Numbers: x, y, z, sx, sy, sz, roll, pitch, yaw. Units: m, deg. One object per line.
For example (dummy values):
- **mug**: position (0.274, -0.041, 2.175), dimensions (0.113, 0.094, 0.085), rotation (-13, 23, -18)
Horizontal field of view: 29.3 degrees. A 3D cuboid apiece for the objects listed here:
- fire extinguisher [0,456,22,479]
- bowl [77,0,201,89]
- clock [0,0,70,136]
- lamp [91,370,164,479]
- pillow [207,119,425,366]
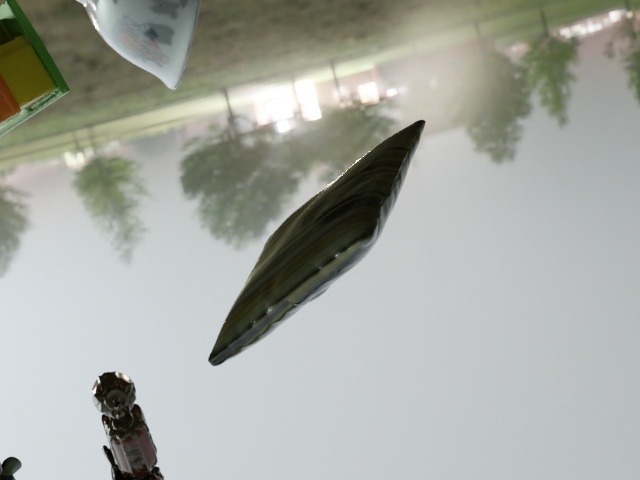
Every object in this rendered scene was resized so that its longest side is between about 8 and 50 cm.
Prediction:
- **fire extinguisher**: position (-0.456, 0.285, 1.420), dimensions (0.269, 0.104, 0.105), rotation (-2, -170, 24)
- **bowl**: position (-0.247, -0.381, 1.629), dimensions (0.157, 0.345, 0.345), rotation (6, 180, -16)
- **clock**: position (-0.417, -0.110, 1.207), dimensions (0.220, 0.106, 0.255), rotation (-21, -166, 47)
- **lamp**: position (-0.094, 0.105, 0.605), dimensions (0.031, 0.083, 0.063), rotation (-15, -171, -14)
- **pillow**: position (0.000, 0.000, 1.074), dimensions (0.208, 0.052, 0.212), rotation (-38, -167, 33)
